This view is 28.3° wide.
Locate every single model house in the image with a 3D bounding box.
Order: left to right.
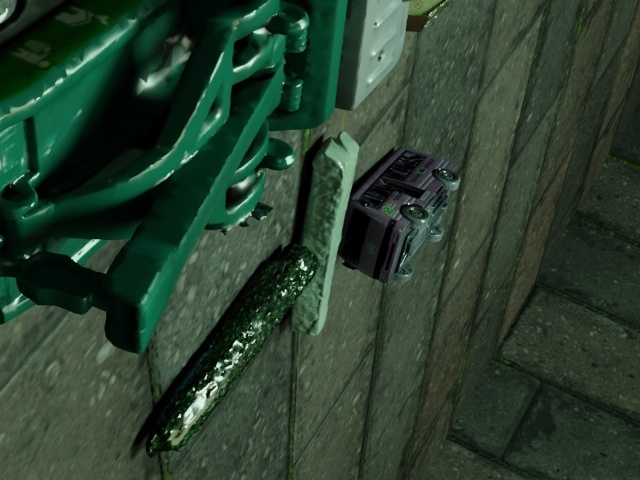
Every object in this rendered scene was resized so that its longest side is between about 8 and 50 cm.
[{"bbox_3d":[0.092,-0.235,1.210,0.058,0.057,0.083,-37,180,-4],"label":"model house"}]

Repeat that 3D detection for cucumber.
[{"bbox_3d":[-0.080,0.095,1.149,0.257,0.043,0.044,-53,155,-34],"label":"cucumber"}]

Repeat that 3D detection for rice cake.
[{"bbox_3d":[0.000,0.000,1.259,0.045,0.042,0.245,-64,169,-48],"label":"rice cake"}]

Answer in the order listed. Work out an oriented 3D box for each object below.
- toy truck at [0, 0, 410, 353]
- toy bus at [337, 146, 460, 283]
[{"bbox_3d":[-0.077,-0.095,0.660,0.363,0.178,0.177,-53,160,-43],"label":"toy truck"},{"bbox_3d":[0.082,-0.030,1.383,0.178,0.098,0.087,-47,157,-55],"label":"toy bus"}]
